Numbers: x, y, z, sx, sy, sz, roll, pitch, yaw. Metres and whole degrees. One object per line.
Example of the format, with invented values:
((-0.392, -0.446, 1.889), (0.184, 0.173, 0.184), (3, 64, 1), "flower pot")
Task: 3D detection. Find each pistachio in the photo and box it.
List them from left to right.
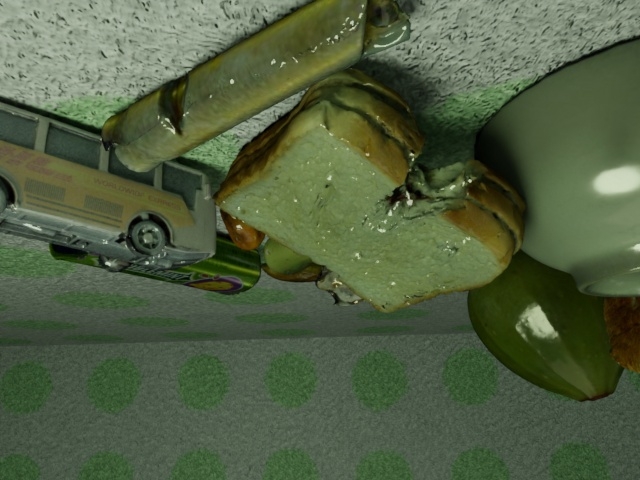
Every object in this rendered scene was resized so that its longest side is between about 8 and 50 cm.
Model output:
((-0.049, 0.069, 1.103), (0.173, 0.049, 0.089), (-5, 162, 10), "pistachio")

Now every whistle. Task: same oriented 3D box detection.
((-0.077, -0.132, 0.440), (0.326, 0.057, 0.068), (-14, 160, 34), "whistle")

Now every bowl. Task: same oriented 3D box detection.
((0.357, -0.045, 0.541), (0.354, 0.185, 0.354), (-1, 163, 0), "bowl")

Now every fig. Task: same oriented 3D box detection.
((0.460, 0.160, 0.993), (0.316, 0.316, 0.316), (-1, 163, 0), "fig")

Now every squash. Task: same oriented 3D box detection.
((0.000, 0.000, 0.847), (0.250, 0.083, 0.083), (-19, 156, 36), "squash")

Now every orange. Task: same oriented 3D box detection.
((-0.111, -0.027, 0.751), (0.062, 0.086, 0.086), (-24, 163, -4), "orange")

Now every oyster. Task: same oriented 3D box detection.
((0.094, 0.054, 1.018), (0.214, 0.083, 0.223), (-9, 146, -5), "oyster")

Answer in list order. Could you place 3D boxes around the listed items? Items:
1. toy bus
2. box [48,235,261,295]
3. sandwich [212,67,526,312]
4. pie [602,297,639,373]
((-0.279, -0.053, 0.544), (0.343, 0.138, 0.097), (15, 155, -40), "toy bus")
((-0.261, 0.023, 0.854), (0.134, 0.097, 0.345), (-11, 160, 31), "box")
((0.054, -0.037, 0.539), (0.273, 0.095, 0.249), (33, 149, -19), "sandwich")
((0.507, 0.063, 0.737), (0.092, 0.315, 0.315), (17, 165, 8), "pie")
